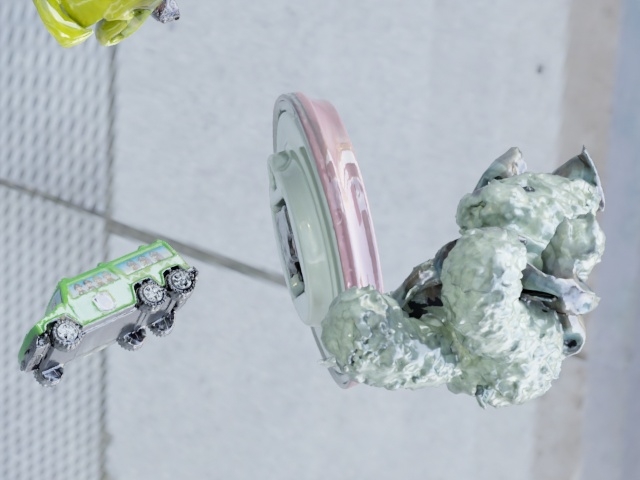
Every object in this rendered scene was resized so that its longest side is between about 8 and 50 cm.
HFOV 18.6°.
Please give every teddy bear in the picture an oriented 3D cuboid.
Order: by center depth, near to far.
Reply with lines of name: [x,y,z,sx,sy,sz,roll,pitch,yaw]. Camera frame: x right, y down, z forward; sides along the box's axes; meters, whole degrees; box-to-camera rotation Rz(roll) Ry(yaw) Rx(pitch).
teddy bear: [0.102,0.028,1.038,0.213,0.133,0.111,-39,106,-56]

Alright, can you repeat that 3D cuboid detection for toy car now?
toy car: [-0.178,0.057,1.589,0.165,0.062,0.071,-25,158,-36]

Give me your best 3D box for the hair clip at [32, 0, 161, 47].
hair clip: [-0.046,-0.134,0.803,0.046,0.173,0.072,-15,77,-57]

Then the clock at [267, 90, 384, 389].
clock: [-0.001,0.001,1.563,0.056,0.244,0.244,-11,113,-9]

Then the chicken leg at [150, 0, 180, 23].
chicken leg: [-0.129,-0.147,1.025,0.037,0.145,0.062,-21,148,-47]
